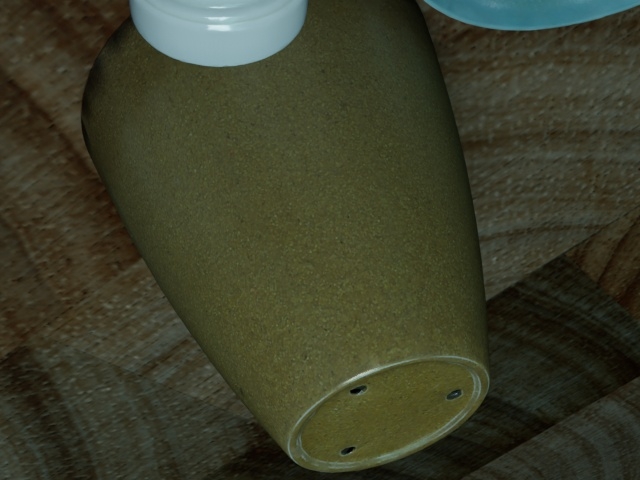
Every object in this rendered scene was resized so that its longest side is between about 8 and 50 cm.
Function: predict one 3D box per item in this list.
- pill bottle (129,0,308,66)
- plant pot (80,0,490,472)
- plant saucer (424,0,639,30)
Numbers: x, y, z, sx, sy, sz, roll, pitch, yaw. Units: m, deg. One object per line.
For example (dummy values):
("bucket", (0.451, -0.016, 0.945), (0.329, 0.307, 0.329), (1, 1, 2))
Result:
("pill bottle", (-0.046, -0.179, 0.497), (0.118, 0.117, 0.208), (-12, 143, -14))
("plant pot", (0.000, 0.000, 0.710), (0.237, 0.254, 0.237), (-15, 146, -11))
("plant saucer", (0.178, -0.236, 0.642), (0.318, 0.043, 0.317), (-16, 153, -9))
